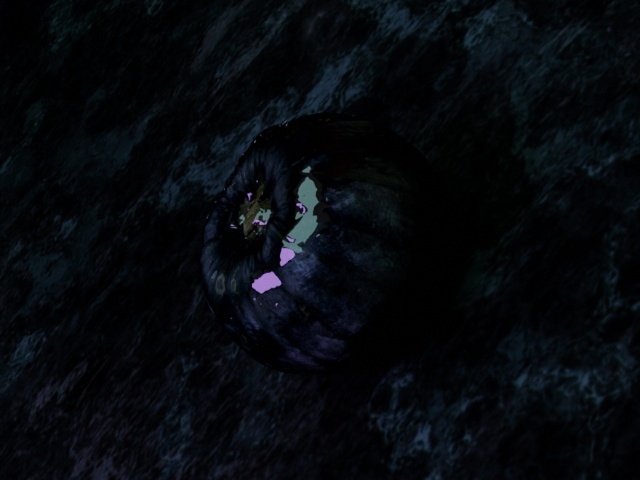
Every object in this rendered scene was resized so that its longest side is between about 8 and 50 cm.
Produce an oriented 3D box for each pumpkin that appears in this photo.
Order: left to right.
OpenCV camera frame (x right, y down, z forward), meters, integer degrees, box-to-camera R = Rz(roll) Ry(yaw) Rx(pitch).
[{"bbox_3d":[0.000,0.000,1.394,0.233,0.163,0.233,-38,40,40],"label":"pumpkin"}]
